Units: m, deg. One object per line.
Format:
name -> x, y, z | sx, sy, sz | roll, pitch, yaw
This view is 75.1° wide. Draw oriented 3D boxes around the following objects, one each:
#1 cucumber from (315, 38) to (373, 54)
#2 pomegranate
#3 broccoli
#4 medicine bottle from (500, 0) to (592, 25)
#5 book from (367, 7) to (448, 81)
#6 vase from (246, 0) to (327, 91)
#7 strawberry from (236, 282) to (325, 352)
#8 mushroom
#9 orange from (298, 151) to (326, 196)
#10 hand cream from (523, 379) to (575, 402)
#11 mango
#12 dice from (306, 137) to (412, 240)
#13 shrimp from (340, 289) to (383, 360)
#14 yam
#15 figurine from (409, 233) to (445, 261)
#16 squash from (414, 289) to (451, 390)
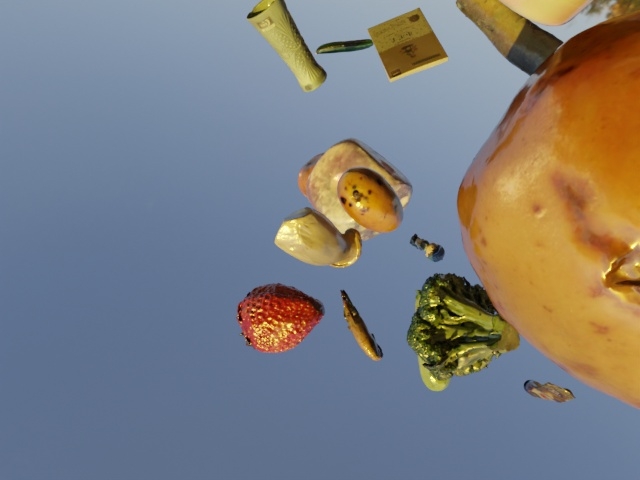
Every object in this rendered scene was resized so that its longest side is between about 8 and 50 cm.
cucumber -> 0.075, -0.597, 1.278 | 0.185, 0.032, 0.036 | -7, -171, -4
pomegranate -> 0.352, -0.030, 0.424 | 0.411, 0.409, 0.409 | 8, -131, -10
broccoli -> 0.402, 0.236, 1.147 | 0.322, 0.284, 0.303 | -2, -93, -31
medicine bottle -> 0.252, -0.330, 0.342 | 0.152, 0.254, 0.151 | 13, -123, -21
book -> 0.201, -0.466, 0.983 | 0.139, 0.016, 0.198 | -18, -120, 8
vase -> -0.070, -0.464, 0.996 | 0.219, 0.096, 0.096 | 47, -150, -38
strawberry -> -0.127, 0.253, 1.429 | 0.238, 0.289, 0.250 | 60, -144, -19
mushroom -> -0.001, -0.001, 0.782 | 0.088, 0.096, 0.213 | 12, 176, 43
orange -> 0.021, -0.263, 1.730 | 0.171, 0.240, 0.240 | 54, -136, -24
hand cream -> 0.509, 0.340, 0.947 | 0.062, 0.163, 0.039 | 32, -100, 13
mango -> 0.099, -0.068, 0.768 | 0.178, 0.090, 0.115 | 35, -154, -49
dice -> 0.138, -0.179, 1.471 | 0.270, 0.270, 0.271 | 50, -158, 26
shrimp -> 0.126, 0.292, 1.411 | 0.066, 0.117, 0.261 | -30, -117, 6
yam -> 0.342, -0.340, 0.707 | 0.067, 0.071, 0.317 | -33, -117, 12
figurine -> 0.443, 0.032, 1.727 | 0.149, 0.087, 0.086 | 29, -140, 23
squash -> 0.405, 0.359, 1.512 | 0.119, 0.118, 0.369 | -6, -93, -21
